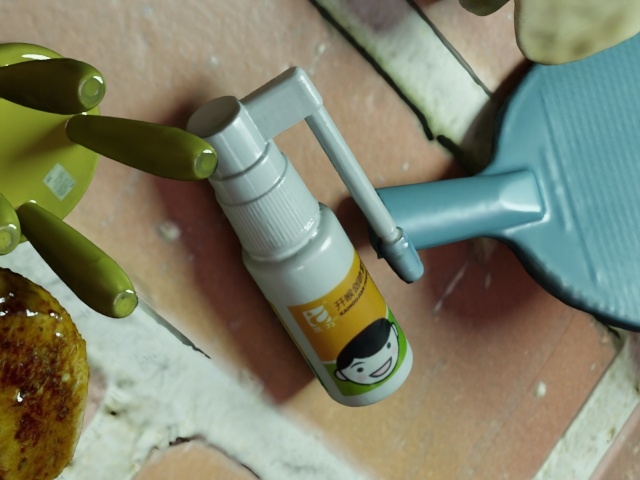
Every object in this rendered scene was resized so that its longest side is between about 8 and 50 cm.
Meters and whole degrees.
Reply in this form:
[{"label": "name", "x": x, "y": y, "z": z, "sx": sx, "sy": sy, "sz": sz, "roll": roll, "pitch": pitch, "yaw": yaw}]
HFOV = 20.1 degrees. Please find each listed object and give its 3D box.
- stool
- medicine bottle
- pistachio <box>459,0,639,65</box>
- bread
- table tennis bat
[{"label": "stool", "x": -0.135, "y": -0.035, "z": 0.913, "sx": 0.135, "sy": 0.110, "sz": 0.134, "roll": -23, "pitch": 119, "yaw": -32}, {"label": "medicine bottle", "x": 0.000, "y": 0.000, "z": 1.060, "sx": 0.092, "sy": 0.061, "sz": 0.221, "roll": -30, "pitch": 127, "yaw": 1}, {"label": "pistachio", "x": 0.184, "y": -0.249, "z": 1.021, "sx": 0.214, "sy": 0.193, "sz": 0.318, "roll": 8, "pitch": 115, "yaw": -56}, {"label": "bread", "x": -0.207, "y": 0.093, "z": 0.940, "sx": 0.193, "sy": 0.064, "sz": 0.193, "roll": -22, "pitch": 126, "yaw": -34}, {"label": "table tennis bat", "x": 0.186, "y": -0.038, "z": 1.159, "sx": 0.329, "sy": 0.044, "sz": 0.215, "roll": -11, "pitch": 80, "yaw": -18}]
